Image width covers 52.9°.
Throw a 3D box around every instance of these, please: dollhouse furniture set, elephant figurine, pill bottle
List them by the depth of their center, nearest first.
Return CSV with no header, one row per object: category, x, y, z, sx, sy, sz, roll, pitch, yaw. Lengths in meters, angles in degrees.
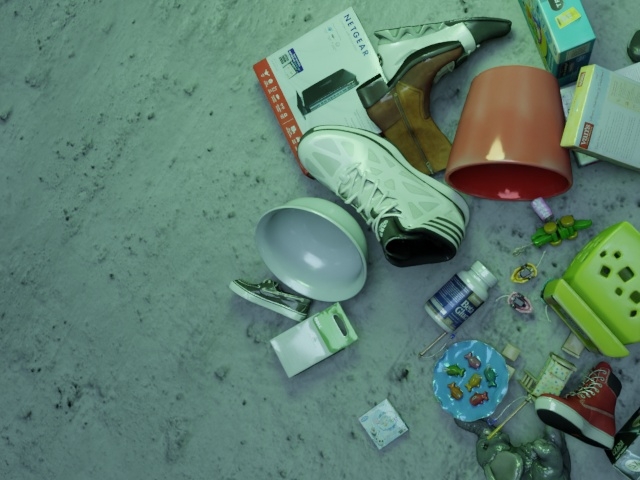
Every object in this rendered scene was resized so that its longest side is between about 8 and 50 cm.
elephant figurine,0.427,0.498,1.443,0.240,0.186,0.169,-12,116,26
dollhouse furniture set,0.491,0.259,1.453,0.161,0.101,0.181,30,94,17
pill bottle,0.333,0.129,1.514,0.169,0.094,0.094,-46,75,9

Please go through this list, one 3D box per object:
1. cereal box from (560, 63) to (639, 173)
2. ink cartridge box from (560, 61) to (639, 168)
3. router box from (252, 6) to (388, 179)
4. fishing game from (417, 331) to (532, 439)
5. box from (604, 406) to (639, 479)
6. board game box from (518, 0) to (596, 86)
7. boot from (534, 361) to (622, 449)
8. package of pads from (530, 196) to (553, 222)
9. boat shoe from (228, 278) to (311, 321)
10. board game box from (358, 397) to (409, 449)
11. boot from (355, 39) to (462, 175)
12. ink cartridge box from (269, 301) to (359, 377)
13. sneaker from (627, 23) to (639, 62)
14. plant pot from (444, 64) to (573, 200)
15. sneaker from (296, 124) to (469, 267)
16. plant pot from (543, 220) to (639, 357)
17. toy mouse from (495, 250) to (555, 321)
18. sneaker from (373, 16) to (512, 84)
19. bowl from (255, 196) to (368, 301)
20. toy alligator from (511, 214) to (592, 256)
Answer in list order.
cereal box,0.630,-0.248,1.351,0.240,0.047,0.172,15,91,-19
ink cartridge box,0.712,-0.300,1.453,0.311,0.065,0.185,-19,81,17
router box,0.028,-0.375,1.654,0.301,0.082,0.335,-28,78,13
fishing game,0.338,0.320,1.484,0.189,0.041,0.264,-44,54,11
box,0.694,0.415,1.355,0.078,0.147,0.180,39,98,16
board game box,0.502,-0.537,1.436,0.079,0.254,0.335,-21,80,15
boot,0.552,0.323,1.369,0.088,0.244,0.176,-6,59,54
package of pads,0.512,-0.070,1.483,0.032,0.083,0.050,-34,73,17
boat shoe,-0.129,0.137,1.668,0.220,0.078,0.070,22,93,9
board game box,0.155,0.450,1.581,0.090,0.020,0.090,-38,77,11
boot,0.258,-0.293,1.502,0.264,0.096,0.280,-30,110,11
ink cartridge box,-0.010,0.250,1.625,0.209,0.062,0.108,-31,78,12
sneaker,0.774,-0.502,1.413,0.228,0.132,0.086,-47,75,8
plant pot,0.427,-0.240,1.446,0.275,0.275,0.243,3,77,17
sneaker,0.131,-0.100,1.446,0.448,0.257,0.169,28,120,0
plant pot,0.610,0.117,1.352,0.207,0.227,0.228,-39,78,5
toy mouse,0.496,0.127,1.499,0.161,0.031,0.143,-35,76,12
sneaker,0.300,-0.458,1.559,0.331,0.122,0.146,-10,104,-1
bowl,0.000,0.000,1.576,0.298,0.134,0.297,18,136,19
toy alligator,0.529,-0.019,1.494,0.190,0.056,0.051,-23,37,15
